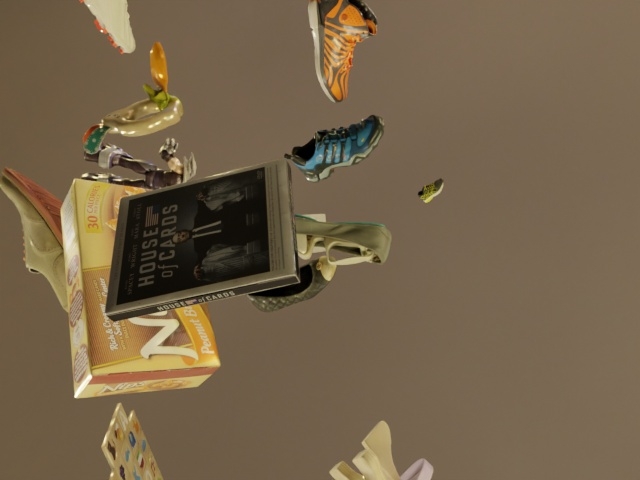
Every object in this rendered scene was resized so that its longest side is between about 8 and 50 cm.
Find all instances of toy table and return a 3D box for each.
[{"bbox_3d":[0.114,0.554,1.205,0.161,0.252,0.274,43,-134,10],"label":"toy table"}]

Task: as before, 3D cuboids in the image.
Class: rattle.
[{"bbox_3d":[-0.365,-0.254,0.987,0.199,0.143,0.130,-11,-127,0],"label":"rattle"}]

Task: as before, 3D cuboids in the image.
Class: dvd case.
[{"bbox_3d":[-0.147,-0.004,0.676,0.238,0.030,0.179,-12,-124,8],"label":"dvd case"}]

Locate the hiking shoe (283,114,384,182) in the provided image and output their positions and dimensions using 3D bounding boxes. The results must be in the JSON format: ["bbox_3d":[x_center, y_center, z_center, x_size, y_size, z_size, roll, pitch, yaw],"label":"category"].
[{"bbox_3d":[0.047,-0.280,1.589,0.304,0.132,0.113,-31,-132,25],"label":"hiking shoe"}]

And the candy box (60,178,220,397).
[{"bbox_3d":[-0.279,0.065,0.819,0.087,0.182,0.316,-44,-127,40],"label":"candy box"}]

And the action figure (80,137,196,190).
[{"bbox_3d":[-0.371,-0.139,1.181,0.285,0.099,0.185,13,-74,2],"label":"action figure"}]

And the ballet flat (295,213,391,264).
[{"bbox_3d":[0.000,0.000,0.822,0.213,0.072,0.068,7,-109,7],"label":"ballet flat"}]

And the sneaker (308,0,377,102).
[{"bbox_3d":[0.080,-0.564,1.590,0.180,0.321,0.125,3,-142,23],"label":"sneaker"}]

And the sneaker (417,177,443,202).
[{"bbox_3d":[0.270,-0.125,1.324,0.083,0.035,0.031,-52,-159,44],"label":"sneaker"}]

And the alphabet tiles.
[{"bbox_3d":[-0.406,0.551,1.209,0.011,0.343,0.285,-17,-164,-5],"label":"alphabet tiles"}]

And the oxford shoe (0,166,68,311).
[{"bbox_3d":[-0.631,-0.010,1.218,0.146,0.140,0.397,-45,-110,-2],"label":"oxford shoe"}]

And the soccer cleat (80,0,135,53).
[{"bbox_3d":[-0.329,-0.371,0.852,0.076,0.196,0.068,-40,-106,-7],"label":"soccer cleat"}]

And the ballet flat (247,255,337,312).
[{"bbox_3d":[-0.045,0.072,0.873,0.173,0.049,0.057,-31,-133,26],"label":"ballet flat"}]

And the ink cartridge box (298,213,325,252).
[{"bbox_3d":[-0.081,-0.022,1.832,0.176,0.127,0.128,0,-85,54],"label":"ink cartridge box"}]
